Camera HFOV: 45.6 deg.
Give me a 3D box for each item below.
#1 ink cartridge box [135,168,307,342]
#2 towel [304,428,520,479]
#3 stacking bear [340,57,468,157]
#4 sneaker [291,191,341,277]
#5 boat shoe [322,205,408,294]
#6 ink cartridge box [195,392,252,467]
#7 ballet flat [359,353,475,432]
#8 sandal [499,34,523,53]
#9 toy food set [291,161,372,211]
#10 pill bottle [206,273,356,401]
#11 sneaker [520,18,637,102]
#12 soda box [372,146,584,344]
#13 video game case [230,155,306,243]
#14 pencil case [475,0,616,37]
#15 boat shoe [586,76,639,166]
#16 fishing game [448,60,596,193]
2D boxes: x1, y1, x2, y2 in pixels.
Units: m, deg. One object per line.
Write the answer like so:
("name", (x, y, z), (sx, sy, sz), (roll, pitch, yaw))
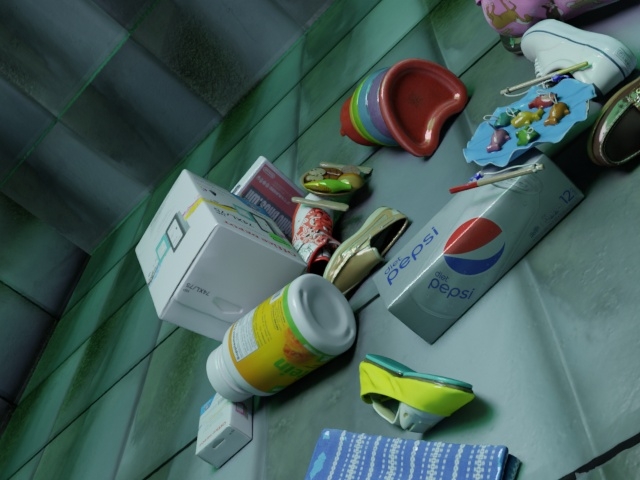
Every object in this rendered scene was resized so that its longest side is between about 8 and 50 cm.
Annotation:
("ink cartridge box", (-0.189, 0.034, 1.395), (0.197, 0.198, 0.270), (-57, 32, 11))
("towel", (0.055, 0.328, 0.855), (0.336, 0.040, 0.243), (-16, 41, 56))
("stacking bear", (0.131, -0.258, 1.527), (0.175, 0.164, 0.289), (-55, 17, -12))
("sneaker", (0.001, 0.001, 1.437), (0.145, 0.090, 0.270), (-21, 39, 50))
("boat shoe", (0.078, 0.021, 1.288), (0.190, 0.068, 0.072), (-54, 33, -9))
("ink cartridge box", (-0.163, 0.311, 1.295), (0.088, 0.052, 0.122), (-44, 21, 17))
("ballet flat", (0.111, 0.194, 0.937), (0.231, 0.077, 0.077), (0, 75, 67))
("sandal", (0.416, -0.473, 1.415), (0.120, 0.086, 0.303), (6, 73, 59))
("toy food set", (0.025, -0.126, 1.517), (0.192, 0.132, 0.038), (-59, -26, -55))
("pill bottle", (-0.072, 0.169, 1.234), (0.246, 0.136, 0.136), (-37, 25, 32))
("sneaker", (0.363, -0.270, 1.154), (0.091, 0.094, 0.258), (-45, 22, 4))
("soda box", (0.206, -0.001, 1.024), (0.286, 0.091, 0.098), (-46, 22, 12))
("video game case", (-0.148, -0.012, 1.601), (0.285, 0.204, 0.025), (-50, 42, -1))
("pencil case", (0.420, -0.429, 1.161), (0.386, 0.167, 0.160), (-6, 53, 53))
("boat shoe", (0.412, -0.172, 0.920), (0.207, 0.073, 0.073), (-49, 19, 3))
("fishing game", (0.269, -0.162, 1.002), (0.189, 0.041, 0.264), (-12, 32, 45))
